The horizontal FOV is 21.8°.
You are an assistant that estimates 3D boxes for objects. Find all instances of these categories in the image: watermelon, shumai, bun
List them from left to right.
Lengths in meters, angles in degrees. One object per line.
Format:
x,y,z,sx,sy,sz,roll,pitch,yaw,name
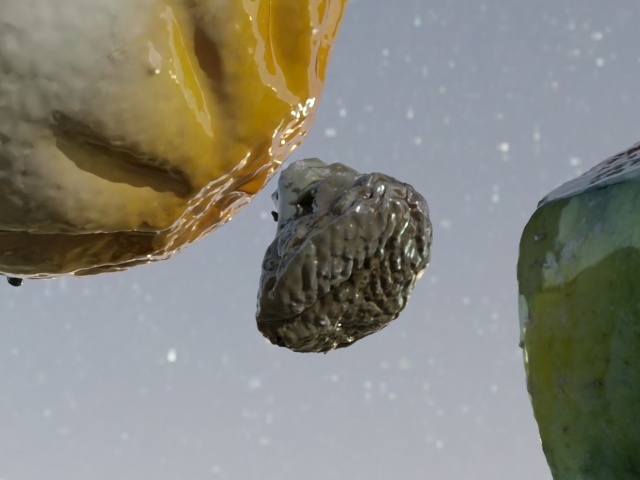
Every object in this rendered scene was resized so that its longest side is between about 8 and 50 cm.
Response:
-0.089,-0.084,0.877,0.165,0.299,0.299,47,-28,6,bun
0.000,0.000,1.653,0.206,0.175,0.166,-48,-40,6,shumai
0.234,0.035,0.748,0.261,0.213,0.201,-22,8,26,watermelon

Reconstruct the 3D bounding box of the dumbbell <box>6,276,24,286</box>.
-0.282,-0.041,1.656,0.081,0.081,0.254,10,-45,-15,dumbbell
